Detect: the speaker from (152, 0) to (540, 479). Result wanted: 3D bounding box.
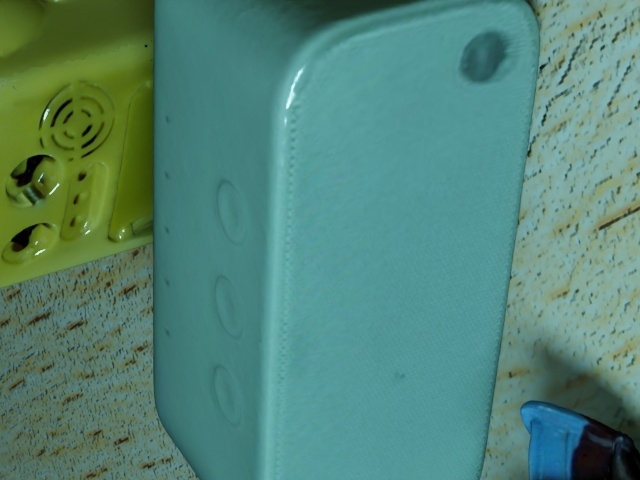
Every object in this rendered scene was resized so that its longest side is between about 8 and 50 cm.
[{"bbox_3d":[0.000,0.000,1.218,0.184,0.183,0.406,42,139,44],"label":"speaker"}]

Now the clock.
[{"bbox_3d":[-0.211,-0.090,1.351,0.200,0.317,0.244,39,136,29],"label":"clock"}]

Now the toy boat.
[{"bbox_3d":[0.152,0.199,1.169,0.097,0.100,0.223,1,110,34],"label":"toy boat"}]
